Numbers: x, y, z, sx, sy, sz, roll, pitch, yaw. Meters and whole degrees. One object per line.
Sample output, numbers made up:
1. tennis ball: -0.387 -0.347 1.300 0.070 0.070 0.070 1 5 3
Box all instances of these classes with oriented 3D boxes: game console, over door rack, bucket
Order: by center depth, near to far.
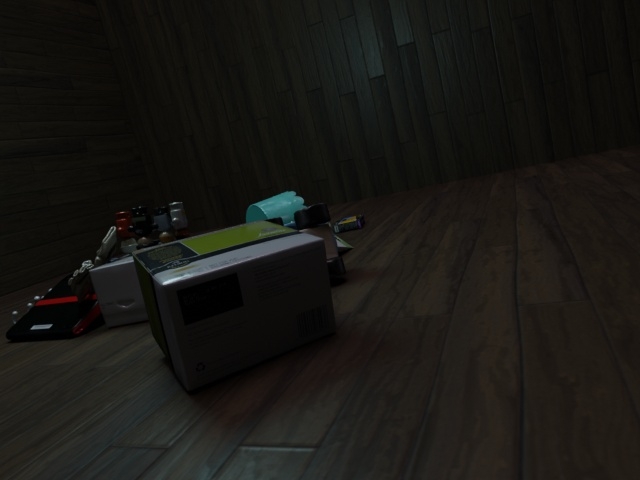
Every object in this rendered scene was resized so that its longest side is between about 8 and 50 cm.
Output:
1. game console: -0.874 0.223 1.718 0.387 0.060 0.342 -9 34 28
2. over door rack: -1.050 0.239 1.991 0.324 0.108 0.239 -13 10 1
3. bucket: -0.177 -0.058 2.040 0.183 0.281 0.281 -21 12 -31

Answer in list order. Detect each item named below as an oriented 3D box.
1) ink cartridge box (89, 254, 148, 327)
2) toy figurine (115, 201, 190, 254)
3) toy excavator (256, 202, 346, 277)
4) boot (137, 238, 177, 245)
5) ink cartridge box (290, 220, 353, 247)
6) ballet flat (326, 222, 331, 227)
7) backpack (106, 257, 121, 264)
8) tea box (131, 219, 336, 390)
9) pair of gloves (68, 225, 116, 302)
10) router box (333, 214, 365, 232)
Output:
1. ink cartridge box: -0.582 0.140 1.615 0.198 0.197 0.270 -12 9 11
2. toy figurine: -0.554 -0.037 1.611 0.209 0.148 0.213 -13 4 -44
3. toy excavator: -0.175 0.073 1.555 0.433 0.222 0.445 -16 -4 -15
4. boot: -0.654 0.109 1.832 0.338 0.222 0.118 -11 10 13
5. ink cartridge box: 0.000 0.000 1.821 0.171 0.056 0.235 34 12 28
6. ballet flat: -0.137 -0.066 2.439 0.409 0.147 0.147 -11 9 21
7. backpack: -0.805 0.151 2.044 0.173 0.158 0.117 -1 -10 -6
8. tea box: -0.194 0.109 1.050 0.329 0.220 0.323 -16 18 -26
9. pair of gloves: -0.746 0.076 1.598 0.240 0.042 0.204 -66 10 -27
10. router box: 0.144 -0.083 2.393 0.133 0.046 0.179 -11 9 12
